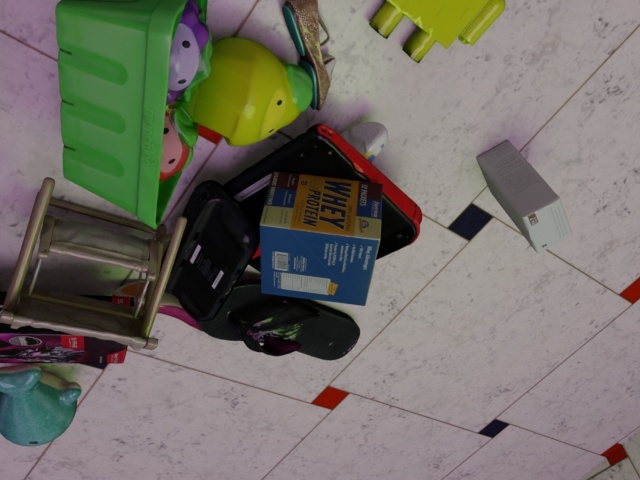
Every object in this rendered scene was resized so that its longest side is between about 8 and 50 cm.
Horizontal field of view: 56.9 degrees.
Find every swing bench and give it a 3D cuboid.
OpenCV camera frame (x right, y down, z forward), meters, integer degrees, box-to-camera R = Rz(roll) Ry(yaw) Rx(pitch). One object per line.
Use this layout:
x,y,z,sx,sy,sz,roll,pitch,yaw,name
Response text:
-0.410,0.053,1.070,0.253,0.165,0.255,18,76,-26,swing bench

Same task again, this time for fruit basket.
-0.196,-0.224,0.940,0.391,0.283,0.392,2,131,3,fruit basket

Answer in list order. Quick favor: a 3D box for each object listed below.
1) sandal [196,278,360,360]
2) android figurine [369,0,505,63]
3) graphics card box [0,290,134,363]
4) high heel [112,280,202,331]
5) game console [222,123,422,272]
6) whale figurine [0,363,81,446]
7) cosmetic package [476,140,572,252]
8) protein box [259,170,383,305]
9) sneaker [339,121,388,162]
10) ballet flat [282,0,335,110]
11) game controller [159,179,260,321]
-0.073,0.202,1.374,0.445,0.107,0.168,18,110,-34,sandal
0.214,-0.445,1.007,0.248,0.056,0.273,28,118,-32,android figurine
-0.578,0.181,1.195,0.370,0.094,0.233,6,154,-19,graphics card box
-0.341,0.157,1.314,0.244,0.082,0.117,4,126,-29,high heel
-0.028,-0.042,1.184,0.386,0.060,0.342,-27,128,33,game console
-0.649,0.369,1.317,0.216,0.141,0.272,-4,146,-13,whale figurine
0.419,-0.095,1.225,0.085,0.231,0.117,-30,130,9,cosmetic package
0.000,0.000,1.078,0.201,0.136,0.200,7,139,1,protein box
0.059,-0.138,1.190,0.240,0.091,0.126,-34,140,27,sneaker
-0.007,-0.326,1.031,0.067,0.073,0.206,-28,135,-12,ballet flat
-0.226,0.032,1.164,0.166,0.067,0.319,41,131,6,game controller
